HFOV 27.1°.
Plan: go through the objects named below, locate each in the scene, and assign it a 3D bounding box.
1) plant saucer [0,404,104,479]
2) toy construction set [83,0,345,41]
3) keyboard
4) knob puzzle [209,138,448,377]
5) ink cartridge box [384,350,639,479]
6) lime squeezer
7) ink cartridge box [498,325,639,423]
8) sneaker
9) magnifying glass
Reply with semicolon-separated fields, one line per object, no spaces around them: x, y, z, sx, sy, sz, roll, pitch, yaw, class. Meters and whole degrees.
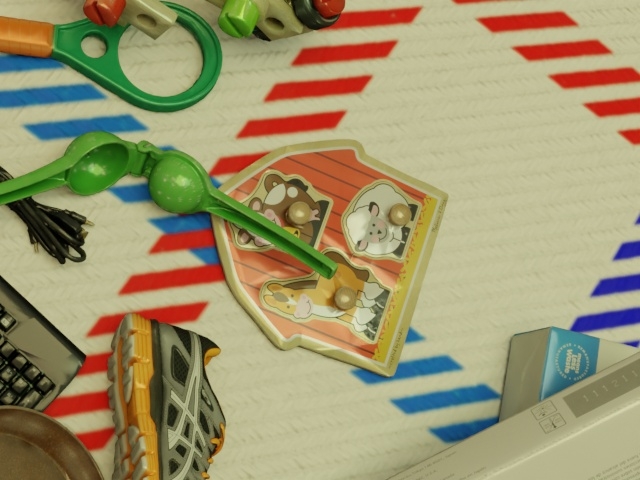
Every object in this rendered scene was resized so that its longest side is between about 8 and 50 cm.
-0.223;0.204;0.961;0.168;0.029;0.168;25;54;-40;plant saucer
-0.062;-0.285;1.066;0.215;0.151;0.327;42;70;-37;toy construction set
-0.305;-0.002;1.013;0.317;0.033;0.201;43;71;-5;keyboard
0.000;0.000;1.102;0.213;0.030;0.213;3;78;-16;knob puzzle
0.185;0.258;1.036;0.296;0.066;0.261;-27;113;1;ink cartridge box
-0.136;-0.039;1.037;0.310;0.110;0.059;10;116;-18;lime squeezer
0.270;0.165;1.123;0.231;0.078;0.134;14;76;-14;ink cartridge box
-0.110;0.155;0.998;0.083;0.084;0.214;8;62;-26;sneaker
-0.194;-0.158;1.082;0.231;0.026;0.092;6;77;-17;magnifying glass
